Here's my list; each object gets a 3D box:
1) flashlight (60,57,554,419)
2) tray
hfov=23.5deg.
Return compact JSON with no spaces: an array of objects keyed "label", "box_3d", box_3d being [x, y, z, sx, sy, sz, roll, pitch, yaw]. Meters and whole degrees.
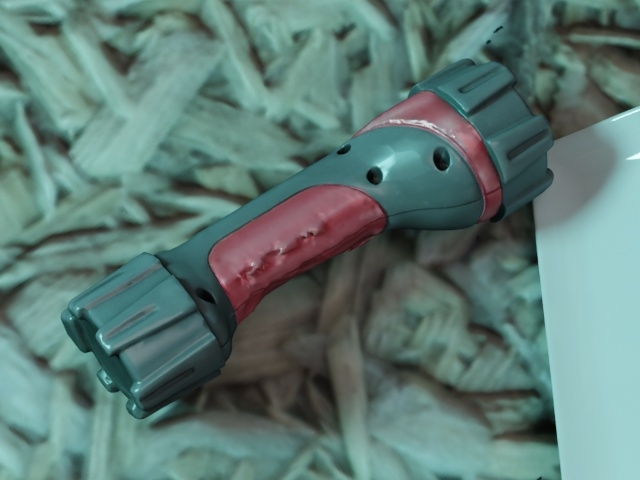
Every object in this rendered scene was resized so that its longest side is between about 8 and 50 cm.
[{"label":"flashlight","box_3d":[0.000,0.000,0.932,0.304,0.103,0.103,-33,86,-20]},{"label":"tray","box_3d":[0.203,0.040,0.918,0.030,0.145,0.270,32,46,-45]}]
